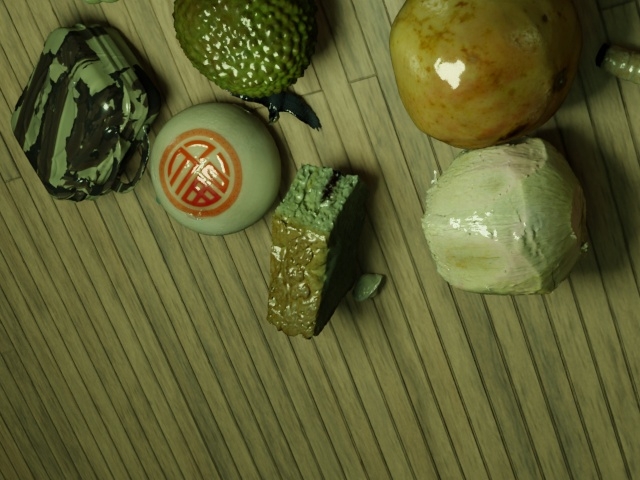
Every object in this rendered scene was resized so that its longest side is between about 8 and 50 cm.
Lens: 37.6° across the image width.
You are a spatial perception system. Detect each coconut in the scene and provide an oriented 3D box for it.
[{"bbox_3d":[0.352,-0.044,1.706,0.254,0.297,0.297,-3,114,39],"label":"coconut"}]

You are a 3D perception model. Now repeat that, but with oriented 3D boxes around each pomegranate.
[{"bbox_3d":[0.265,-0.318,1.605,0.342,0.342,0.342,11,119,20],"label":"pomegranate"}]

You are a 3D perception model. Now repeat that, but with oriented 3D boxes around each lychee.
[{"bbox_3d":[-0.144,-0.415,1.768,0.320,0.270,0.270,46,135,43],"label":"lychee"}]

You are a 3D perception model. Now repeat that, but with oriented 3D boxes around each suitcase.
[{"bbox_3d":[-0.490,-0.248,2.029,0.339,0.194,0.351,54,128,20],"label":"suitcase"}]

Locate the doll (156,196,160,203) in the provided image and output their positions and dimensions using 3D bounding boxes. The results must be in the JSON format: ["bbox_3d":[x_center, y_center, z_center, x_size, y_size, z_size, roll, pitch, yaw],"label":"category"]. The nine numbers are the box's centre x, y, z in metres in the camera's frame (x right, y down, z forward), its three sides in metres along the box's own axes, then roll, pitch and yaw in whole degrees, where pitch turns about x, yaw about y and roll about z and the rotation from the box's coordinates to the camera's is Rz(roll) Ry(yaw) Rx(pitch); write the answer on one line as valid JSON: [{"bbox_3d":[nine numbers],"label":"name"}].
[{"bbox_3d":[-0.287,-0.125,2.101,0.158,0.059,0.159,28,122,12],"label":"doll"}]

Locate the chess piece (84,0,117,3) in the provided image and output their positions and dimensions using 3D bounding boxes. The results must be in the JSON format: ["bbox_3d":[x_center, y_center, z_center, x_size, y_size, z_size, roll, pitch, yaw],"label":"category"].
[{"bbox_3d":[-0.354,-0.548,1.879,0.251,0.144,0.144,4,117,18],"label":"chess piece"}]

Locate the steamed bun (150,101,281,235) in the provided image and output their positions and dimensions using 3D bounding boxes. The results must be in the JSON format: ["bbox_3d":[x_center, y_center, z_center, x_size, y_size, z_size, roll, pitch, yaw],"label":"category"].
[{"bbox_3d":[-0.226,-0.145,1.952,0.283,0.177,0.283,2,101,12],"label":"steamed bun"}]

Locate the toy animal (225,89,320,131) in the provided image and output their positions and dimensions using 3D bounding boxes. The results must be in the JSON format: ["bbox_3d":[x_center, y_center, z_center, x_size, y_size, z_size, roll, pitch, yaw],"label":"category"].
[{"bbox_3d":[-0.092,-0.282,1.904,0.220,0.108,0.062,21,127,-23],"label":"toy animal"}]

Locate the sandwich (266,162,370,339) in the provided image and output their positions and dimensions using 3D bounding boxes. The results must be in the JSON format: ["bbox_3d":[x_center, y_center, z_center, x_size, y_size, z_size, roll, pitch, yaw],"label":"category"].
[{"bbox_3d":[-0.001,0.000,1.906,0.131,0.262,0.325,16,120,16],"label":"sandwich"}]

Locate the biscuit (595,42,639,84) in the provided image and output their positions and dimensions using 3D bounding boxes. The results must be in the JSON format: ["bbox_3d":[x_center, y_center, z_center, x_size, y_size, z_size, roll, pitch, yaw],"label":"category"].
[{"bbox_3d":[0.580,-0.284,1.609,0.219,0.061,0.055,21,77,12],"label":"biscuit"}]

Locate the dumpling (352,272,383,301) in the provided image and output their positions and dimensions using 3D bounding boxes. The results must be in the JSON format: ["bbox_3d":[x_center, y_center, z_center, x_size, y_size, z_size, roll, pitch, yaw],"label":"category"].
[{"bbox_3d":[0.098,0.100,2.033,0.076,0.057,0.052,4,116,23],"label":"dumpling"}]
